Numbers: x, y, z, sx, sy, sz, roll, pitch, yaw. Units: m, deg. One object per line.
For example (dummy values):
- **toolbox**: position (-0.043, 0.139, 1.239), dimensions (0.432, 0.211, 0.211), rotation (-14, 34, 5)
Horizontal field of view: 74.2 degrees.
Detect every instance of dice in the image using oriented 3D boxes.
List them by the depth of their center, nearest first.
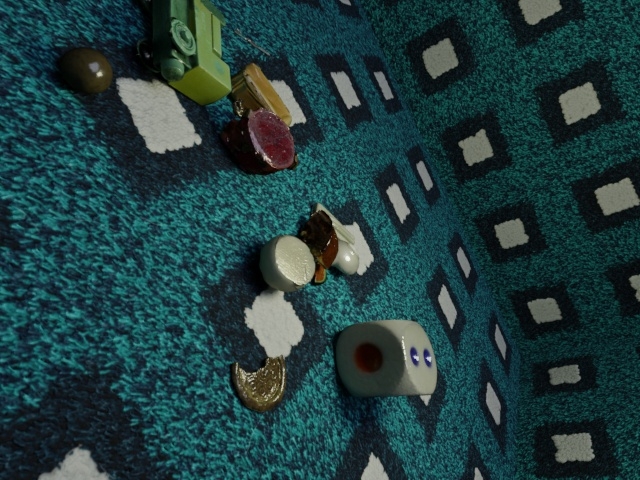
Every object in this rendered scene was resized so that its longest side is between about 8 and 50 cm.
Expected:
- **dice**: position (0.220, 0.400, 1.417), dimensions (0.251, 0.259, 0.242), rotation (23, 55, -50)

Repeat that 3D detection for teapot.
- **teapot**: position (0.093, 0.062, 1.581), dimensions (0.226, 0.092, 0.145), rotation (23, 37, -57)

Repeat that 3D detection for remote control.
- **remote control**: position (0.051, -0.052, 1.629), dimensions (0.230, 0.049, 0.090), rotation (40, 39, -35)

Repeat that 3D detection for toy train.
- **toy train**: position (-0.385, -0.592, 1.214), dimensions (0.253, 0.160, 0.396), rotation (24, 53, -57)

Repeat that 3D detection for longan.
- **longan**: position (-0.521, -0.378, 0.936), dimensions (0.119, 0.106, 0.106), rotation (25, 33, 11)

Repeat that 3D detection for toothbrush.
- **toothbrush**: position (-0.258, -0.758, 1.625), dimensions (0.193, 0.019, 0.013), rotation (15, 59, -54)

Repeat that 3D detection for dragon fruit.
- **dragon fruit**: position (-0.201, -0.314, 1.343), dimensions (0.282, 0.147, 0.210), rotation (41, 50, -32)

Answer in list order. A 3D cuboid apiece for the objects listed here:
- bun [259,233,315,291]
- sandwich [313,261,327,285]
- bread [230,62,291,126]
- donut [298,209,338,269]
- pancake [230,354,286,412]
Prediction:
- **bun**: position (-0.111, 0.072, 1.246), dimensions (0.173, 0.120, 0.172), rotation (26, 51, -37)
- **sandwich**: position (-0.007, 0.112, 1.468), dimensions (0.069, 0.026, 0.101), rotation (24, 49, -43)
- **bread**: position (-0.206, -0.470, 1.443), dimensions (0.241, 0.107, 0.136), rotation (52, 32, -24)
- **donut**: position (0.008, 0.004, 1.447), dimensions (0.186, 0.144, 0.126), rotation (49, -6, 43)
- **pancake**: position (-0.152, 0.353, 1.109), dimensions (0.184, 0.020, 0.190), rotation (57, 33, -15)
